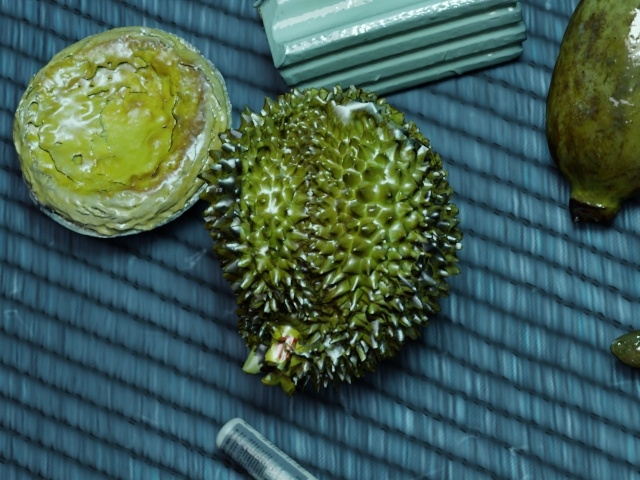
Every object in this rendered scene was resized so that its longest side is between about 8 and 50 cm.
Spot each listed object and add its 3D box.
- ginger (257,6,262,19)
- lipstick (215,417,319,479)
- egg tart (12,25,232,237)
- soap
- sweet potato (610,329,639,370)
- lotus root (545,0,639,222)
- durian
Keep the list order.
[{"bbox_3d":[0.045,-0.330,1.923,0.288,0.075,0.089,-40,104,-4],"label":"ginger"},{"bbox_3d":[-0.041,0.228,1.789,0.141,0.040,0.040,38,83,17],"label":"lipstick"},{"bbox_3d":[-0.201,-0.109,1.886,0.234,0.094,0.234,-4,71,10],"label":"egg tart"},{"bbox_3d":[0.071,-0.220,1.844,0.261,0.150,0.094,-14,67,5],"label":"soap"},{"bbox_3d":[0.436,0.065,1.727,0.310,0.098,0.124,-34,50,1],"label":"sweet potato"},{"bbox_3d":[0.294,-0.139,1.787,0.145,0.128,0.260,18,99,27],"label":"lotus root"},{"bbox_3d":[0.011,-0.003,1.756,0.258,0.258,0.293,-11,82,6],"label":"durian"}]
